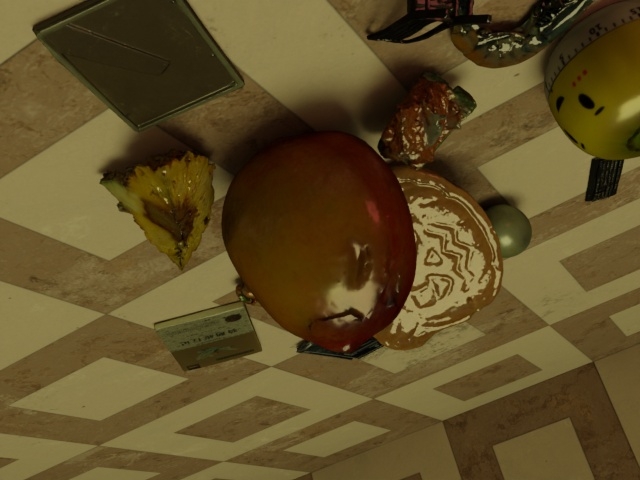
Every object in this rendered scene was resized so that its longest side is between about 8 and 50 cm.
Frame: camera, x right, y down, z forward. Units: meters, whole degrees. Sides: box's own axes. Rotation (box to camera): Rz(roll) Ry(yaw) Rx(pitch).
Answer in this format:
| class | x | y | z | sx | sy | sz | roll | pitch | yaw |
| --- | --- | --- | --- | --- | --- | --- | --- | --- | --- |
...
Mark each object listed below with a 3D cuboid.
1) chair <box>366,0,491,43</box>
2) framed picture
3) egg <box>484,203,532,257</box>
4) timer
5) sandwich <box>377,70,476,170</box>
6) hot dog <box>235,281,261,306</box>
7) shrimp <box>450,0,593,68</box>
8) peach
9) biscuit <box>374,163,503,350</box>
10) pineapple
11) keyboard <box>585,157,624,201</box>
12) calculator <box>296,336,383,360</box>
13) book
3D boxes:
| class | x | y | z | sx | sy | sz | roll | pitch | yaw |
| --- | --- | --- | --- | --- | --- | --- | --- | --- | --- |
| chair | 0.141 | -0.333 | 1.099 | 0.084 | 0.101 | 0.212 | 0 | -174 | -26 |
| framed picture | -0.235 | -0.246 | 1.099 | 0.189 | 0.023 | 0.260 | -22 | 152 | 11 |
| egg | 0.403 | -0.019 | 1.762 | 0.114 | 0.114 | 0.152 | -27 | 150 | 20 |
| timer | 0.515 | -0.219 | 1.286 | 0.285 | 0.285 | 0.285 | -13 | 152 | -7 |
| sandwich | 0.157 | -0.171 | 1.302 | 0.109 | 0.160 | 0.185 | 33 | 133 | 0 |
| hot dog | -0.074 | 0.122 | 1.814 | 0.250 | 0.076 | 0.104 | 14 | 139 | -41 |
| shrimp | 0.305 | -0.347 | 1.173 | 0.198 | 0.051 | 0.262 | 12 | 144 | -42 |
| peach | 0.001 | 0.001 | 1.321 | 0.372 | 0.373 | 0.290 | -34 | 150 | 30 |
| biscuit | 0.171 | 0.042 | 1.591 | 0.365 | 0.062 | 0.385 | -35 | 115 | 19 |
| pineapple | -0.260 | -0.088 | 1.324 | 0.164 | 0.140 | 0.250 | 18 | 143 | 23 |
| keyboard | 0.626 | -0.137 | 1.772 | 0.074 | 0.015 | 0.196 | -18 | 152 | 4 |
| calculator | 0.070 | 0.290 | 2.251 | 0.165 | 0.028 | 0.274 | -35 | 147 | 32 |
| book | -0.269 | 0.243 | 1.991 | 0.217 | 0.021 | 0.310 | -15 | 153 | -3 |
